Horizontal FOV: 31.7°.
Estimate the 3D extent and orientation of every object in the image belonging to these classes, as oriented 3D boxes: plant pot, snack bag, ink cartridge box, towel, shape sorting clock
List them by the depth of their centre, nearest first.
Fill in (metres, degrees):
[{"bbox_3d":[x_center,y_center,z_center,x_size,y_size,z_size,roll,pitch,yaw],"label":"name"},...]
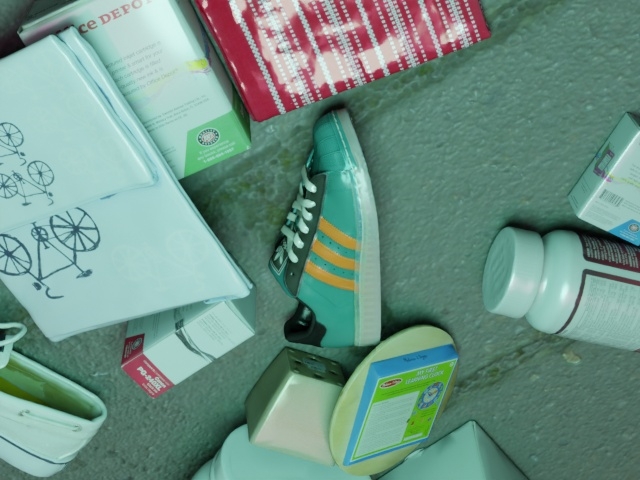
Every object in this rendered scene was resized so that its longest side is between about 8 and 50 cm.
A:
[{"bbox_3d":[-0.184,-0.169,1.152,0.154,0.093,0.212,-23,121,9],"label":"ink cartridge box"},{"bbox_3d":[0.019,-0.246,1.156,0.275,0.031,0.198,-19,120,7],"label":"towel"},{"bbox_3d":[-0.282,-0.032,1.189,0.323,0.037,0.342,-15,121,32],"label":"snack bag"},{"bbox_3d":[0.351,-0.069,1.262,0.089,0.052,0.122,24,117,-16],"label":"ink cartridge box"},{"bbox_3d":[-0.149,0.096,1.295,0.150,0.109,0.063,-32,115,14],"label":"ink cartridge box"},{"bbox_3d":[0.088,0.192,1.352,0.206,0.040,0.206,-26,135,-29],"label":"shape sorting clock"},{"bbox_3d":[-0.023,0.194,1.365,0.109,0.109,0.096,18,107,-13],"label":"plant pot"}]

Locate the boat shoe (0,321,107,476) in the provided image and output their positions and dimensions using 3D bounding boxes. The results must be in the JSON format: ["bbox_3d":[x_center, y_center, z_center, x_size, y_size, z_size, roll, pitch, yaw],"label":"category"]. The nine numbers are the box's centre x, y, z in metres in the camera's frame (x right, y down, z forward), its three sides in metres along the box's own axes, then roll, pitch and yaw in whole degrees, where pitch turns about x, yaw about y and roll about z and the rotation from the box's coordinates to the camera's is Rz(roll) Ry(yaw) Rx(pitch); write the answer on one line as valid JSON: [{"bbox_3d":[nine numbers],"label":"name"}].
[{"bbox_3d":[-0.396,0.133,1.289,0.156,0.136,0.367,-42,116,19],"label":"boat shoe"}]

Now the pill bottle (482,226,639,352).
[{"bbox_3d":[0.306,0.055,1.290,0.221,0.121,0.121,12,118,-9],"label":"pill bottle"}]

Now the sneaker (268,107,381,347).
[{"bbox_3d":[0.000,0.000,1.250,0.121,0.108,0.302,-7,121,-4],"label":"sneaker"}]

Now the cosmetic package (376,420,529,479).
[{"bbox_3d":[0.171,0.416,1.348,0.197,0.365,0.155,-36,114,19],"label":"cosmetic package"}]

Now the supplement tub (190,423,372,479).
[{"bbox_3d":[-0.085,0.414,1.404,0.241,0.241,0.331,19,117,-13],"label":"supplement tub"}]
